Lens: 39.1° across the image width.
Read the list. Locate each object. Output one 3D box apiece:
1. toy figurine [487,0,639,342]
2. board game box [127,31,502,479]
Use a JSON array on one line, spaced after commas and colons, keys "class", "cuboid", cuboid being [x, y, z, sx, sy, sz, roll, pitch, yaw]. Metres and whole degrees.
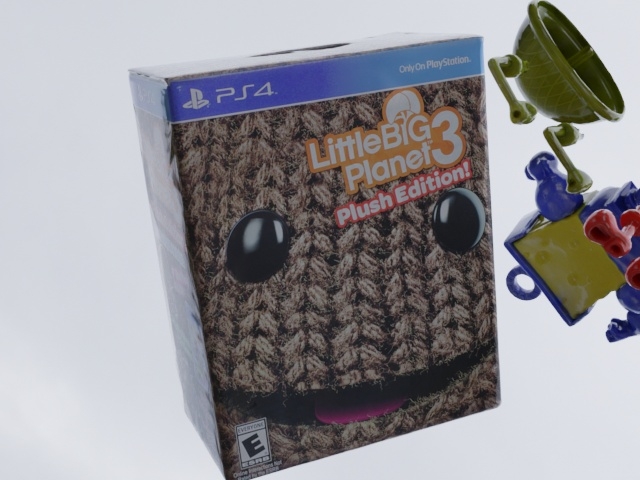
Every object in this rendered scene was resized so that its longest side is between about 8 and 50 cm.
[{"class": "toy figurine", "cuboid": [0.222, -0.005, 0.816, 0.362, 0.191, 0.217, 49, -41, -3]}, {"class": "board game box", "cuboid": [0.000, 0.000, 0.693, 0.141, 0.232, 0.291, -149, -131, -65]}]
